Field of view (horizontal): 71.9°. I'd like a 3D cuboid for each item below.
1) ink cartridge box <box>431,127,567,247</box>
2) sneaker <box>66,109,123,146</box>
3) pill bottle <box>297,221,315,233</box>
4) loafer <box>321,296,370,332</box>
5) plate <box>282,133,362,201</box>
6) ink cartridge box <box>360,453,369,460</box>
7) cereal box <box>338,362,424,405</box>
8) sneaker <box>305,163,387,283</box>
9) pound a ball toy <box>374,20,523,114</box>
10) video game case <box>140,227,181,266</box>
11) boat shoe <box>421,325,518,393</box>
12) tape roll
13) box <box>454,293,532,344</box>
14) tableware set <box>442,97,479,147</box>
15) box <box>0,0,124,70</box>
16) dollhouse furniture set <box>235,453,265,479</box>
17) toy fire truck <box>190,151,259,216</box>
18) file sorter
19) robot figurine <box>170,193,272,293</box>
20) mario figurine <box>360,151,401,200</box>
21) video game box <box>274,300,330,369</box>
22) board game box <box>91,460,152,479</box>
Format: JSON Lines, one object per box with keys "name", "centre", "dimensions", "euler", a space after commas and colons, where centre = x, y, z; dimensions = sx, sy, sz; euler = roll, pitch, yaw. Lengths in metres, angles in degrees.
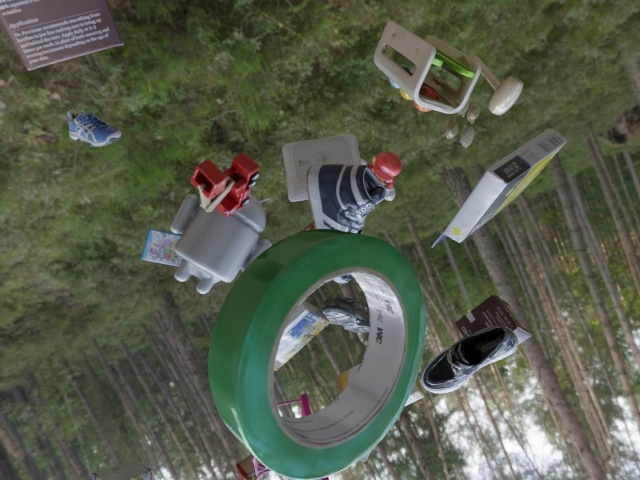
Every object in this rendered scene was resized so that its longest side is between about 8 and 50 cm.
{"name": "ink cartridge box", "centre": [0.461, -0.117, 1.156], "dimensions": [0.303, 0.072, 0.307], "euler": [-33, 156, -32]}
{"name": "sneaker", "centre": [-0.673, -0.330, 1.299], "dimensions": [0.211, 0.081, 0.080], "euler": [14, -142, 22]}
{"name": "pill bottle", "centre": [0.000, 0.000, 1.352], "dimensions": [0.221, 0.121, 0.121], "euler": [-37, -172, -1]}
{"name": "loafer", "centre": [0.077, 0.210, 1.323], "dimensions": [0.096, 0.084, 0.267], "euler": [-13, 151, 24]}
{"name": "plate", "centre": [0.009, -0.273, 1.553], "dimensions": [0.277, 0.278, 0.045], "euler": [-9, 146, 0]}
{"name": "ink cartridge box", "centre": [0.102, 0.453, 1.073], "dimensions": [0.056, 0.100, 0.135], "euler": [3, -179, 19]}
{"name": "cereal box", "centre": [0.170, 0.424, 1.295], "dimensions": [0.240, 0.047, 0.173], "euler": [-35, -145, 17]}
{"name": "sneaker", "centre": [0.072, -0.032, 0.958], "dimensions": [0.153, 0.283, 0.099], "euler": [-3, -156, 27]}
{"name": "pound a ball toy", "centre": [0.264, -0.364, 0.990], "dimensions": [0.208, 0.136, 0.319], "euler": [9, -146, -21]}
{"name": "video game case", "centre": [-0.576, 0.030, 1.665], "dimensions": [0.166, 0.119, 0.015], "euler": [15, -175, -33]}
{"name": "boat shoe", "centre": [0.399, 0.329, 1.231], "dimensions": [0.301, 0.108, 0.102], "euler": [-36, 140, 23]}
{"name": "tape roll", "centre": [0.012, 0.147, 0.599], "dimensions": [0.321, 0.322, 0.077], "euler": [-28, -157, -32]}
{"name": "box", "centre": [0.696, 0.358, 1.783], "dimensions": [0.203, 0.169, 0.167], "euler": [-43, 136, 20]}
{"name": "tableware set", "centre": [0.441, -0.369, 1.359], "dimensions": [0.168, 0.141, 0.020], "euler": [11, -169, -44]}
{"name": "box", "centre": [-0.519, -0.523, 0.764], "dimensions": [0.191, 0.382, 0.143], "euler": [-23, -132, -15]}
{"name": "dollhouse furniture set", "centre": [-0.197, 0.892, 1.355], "dimensions": [0.152, 0.375, 0.201], "euler": [-17, -160, -35]}
{"name": "toy fire truck", "centre": [-0.176, -0.092, 0.805], "dimensions": [0.135, 0.047, 0.192], "euler": [-44, 174, -35]}
{"name": "file sorter", "centre": [-0.093, 0.630, 1.245], "dimensions": [0.182, 0.202, 0.291], "euler": [-9, -151, -11]}
{"name": "robot figurine", "centre": [-0.299, -0.015, 1.334], "dimensions": [0.354, 0.299, 0.199], "euler": [-59, -168, -9]}
{"name": "mario figurine", "centre": [0.226, -0.252, 1.858], "dimensions": [0.197, 0.170, 0.320], "euler": [-10, 170, -15]}
{"name": "video game box", "centre": [-0.082, 0.222, 1.025], "dimensions": [0.187, 0.048, 0.205], "euler": [-40, 156, 2]}
{"name": "board game box", "centre": [-0.652, 0.898, 1.441], "dimensions": [0.142, 0.276, 0.144], "euler": [-4, 173, 38]}
